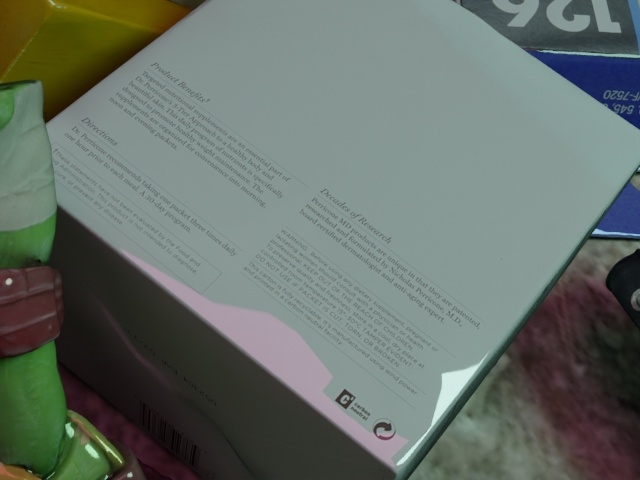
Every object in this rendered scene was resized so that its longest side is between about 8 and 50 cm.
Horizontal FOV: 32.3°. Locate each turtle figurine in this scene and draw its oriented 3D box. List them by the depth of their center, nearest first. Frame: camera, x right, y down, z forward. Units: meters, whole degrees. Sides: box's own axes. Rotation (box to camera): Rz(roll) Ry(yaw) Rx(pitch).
[{"bbox_3d":[-0.144,0.096,0.352,0.274,0.198,0.266,-19,104,-33],"label":"turtle figurine"}]

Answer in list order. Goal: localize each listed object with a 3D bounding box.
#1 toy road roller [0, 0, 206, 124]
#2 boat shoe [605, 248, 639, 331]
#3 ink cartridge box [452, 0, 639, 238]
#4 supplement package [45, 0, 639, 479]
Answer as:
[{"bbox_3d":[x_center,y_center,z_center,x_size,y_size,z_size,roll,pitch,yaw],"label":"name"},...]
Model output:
[{"bbox_3d":[-0.232,-0.095,0.527,0.202,0.240,0.329,51,26,20],"label":"toy road roller"},{"bbox_3d":[0.241,0.124,0.516,0.091,0.114,0.302,-30,73,16],"label":"boat shoe"},{"bbox_3d":[0.218,-0.145,0.693,0.303,0.072,0.307,2,56,-10],"label":"ink cartridge box"},{"bbox_3d":[0.000,0.000,0.508,0.194,0.149,0.203,37,59,12],"label":"supplement package"}]
